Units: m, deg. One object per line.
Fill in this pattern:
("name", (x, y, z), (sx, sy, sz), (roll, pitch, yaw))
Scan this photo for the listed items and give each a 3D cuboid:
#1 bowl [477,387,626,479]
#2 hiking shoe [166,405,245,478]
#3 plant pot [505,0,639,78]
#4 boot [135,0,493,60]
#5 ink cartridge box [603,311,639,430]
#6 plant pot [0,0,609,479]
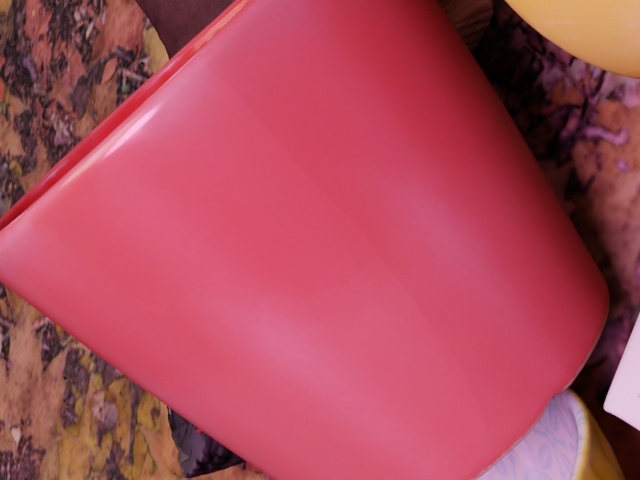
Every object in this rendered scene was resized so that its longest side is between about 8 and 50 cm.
("bowl", (0.061, 0.223, 0.737), (0.156, 0.289, 0.289), (51, 139, -12))
("hiking shoe", (-0.068, 0.071, 0.964), (0.114, 0.086, 0.227), (61, 147, 23))
("plant pot", (0.184, -0.176, 0.397), (0.239, 0.254, 0.254), (4, 88, 50))
("boot", (-0.023, -0.156, 0.926), (0.248, 0.090, 0.207), (-37, 79, 41))
("ink cartridge box", (0.294, 0.007, 0.518), (0.309, 0.130, 0.272), (32, 107, 49))
("plant pot", (0.000, 0.000, 0.755), (0.243, 0.275, 0.275), (48, 137, -11))
